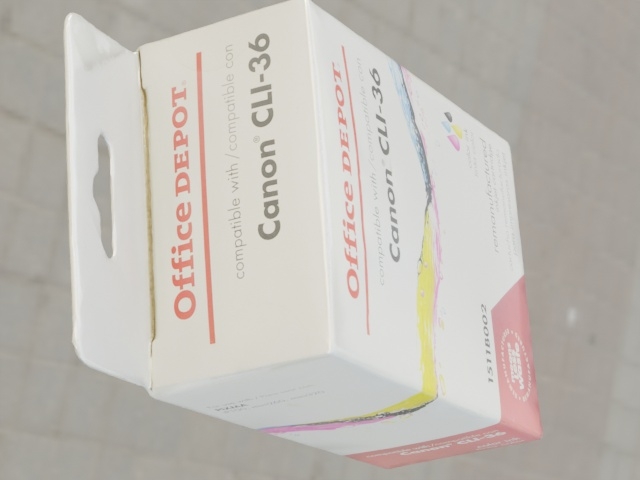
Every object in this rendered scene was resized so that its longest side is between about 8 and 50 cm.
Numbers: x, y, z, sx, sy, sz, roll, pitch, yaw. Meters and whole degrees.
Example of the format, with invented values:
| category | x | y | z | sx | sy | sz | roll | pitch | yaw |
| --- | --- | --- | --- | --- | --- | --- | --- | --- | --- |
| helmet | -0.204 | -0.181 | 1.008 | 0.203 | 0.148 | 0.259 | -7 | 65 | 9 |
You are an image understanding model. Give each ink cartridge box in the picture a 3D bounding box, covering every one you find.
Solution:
| category | x | y | z | sx | sy | sz | roll | pitch | yaw |
| --- | --- | --- | --- | --- | --- | --- | --- | --- | --- |
| ink cartridge box | 0.000 | 0.000 | 0.610 | 0.198 | 0.067 | 0.115 | 25 | 55 | -58 |
